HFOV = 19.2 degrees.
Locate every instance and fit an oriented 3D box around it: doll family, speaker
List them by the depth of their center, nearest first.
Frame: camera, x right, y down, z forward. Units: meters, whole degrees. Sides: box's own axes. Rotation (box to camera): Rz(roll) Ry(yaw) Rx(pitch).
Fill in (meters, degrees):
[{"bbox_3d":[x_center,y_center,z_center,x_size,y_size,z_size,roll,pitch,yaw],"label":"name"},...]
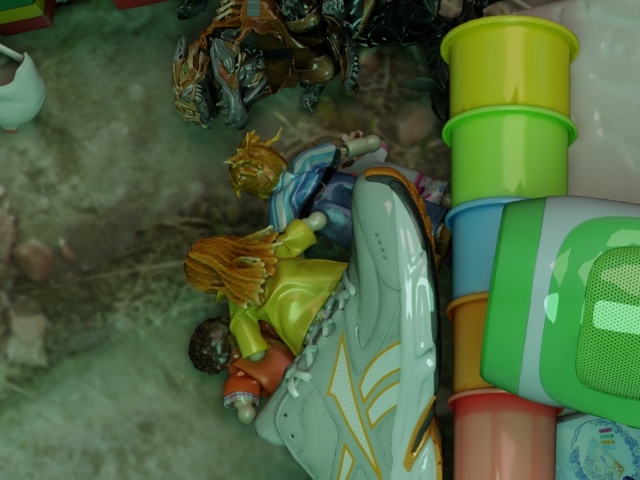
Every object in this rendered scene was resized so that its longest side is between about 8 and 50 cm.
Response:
[{"bbox_3d":[0.246,0.051,1.097,0.297,0.131,0.131,8,55,7],"label":"speaker"},{"bbox_3d":[0.000,0.000,1.297,0.163,0.118,0.263,23,57,10],"label":"doll family"}]

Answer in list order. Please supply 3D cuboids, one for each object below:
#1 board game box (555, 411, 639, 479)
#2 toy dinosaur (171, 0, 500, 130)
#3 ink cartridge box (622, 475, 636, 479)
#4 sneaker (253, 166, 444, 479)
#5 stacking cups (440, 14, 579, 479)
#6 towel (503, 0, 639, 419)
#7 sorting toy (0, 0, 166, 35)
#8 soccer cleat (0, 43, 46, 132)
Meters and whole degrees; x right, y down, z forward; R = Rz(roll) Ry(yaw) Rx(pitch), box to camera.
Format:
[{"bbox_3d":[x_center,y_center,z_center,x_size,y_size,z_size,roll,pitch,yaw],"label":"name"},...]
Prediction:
[{"bbox_3d":[0.191,0.150,1.217,0.090,0.020,0.090,-19,96,23],"label":"board game box"},{"bbox_3d":[0.017,-0.205,1.429,0.218,0.164,0.322,19,77,27],"label":"toy dinosaur"},{"bbox_3d":[0.363,0.218,1.057,0.396,0.151,0.270,8,11,2],"label":"ink cartridge box"},{"bbox_3d":[0.016,0.084,1.182,0.121,0.262,0.099,-1,15,4],"label":"sneaker"},{"bbox_3d":[0.121,0.013,1.217,0.096,0.096,0.316,3,68,-3],"label":"stacking cups"},{"bbox_3d":[0.260,-0.041,1.263,0.332,0.053,0.317,-14,68,22],"label":"towel"},{"bbox_3d":[-0.174,-0.283,1.452,0.257,0.089,0.255,-10,57,19],"label":"sorting toy"},{"bbox_3d":[-0.295,-0.136,1.389,0.196,0.076,0.068,14,56,5],"label":"soccer cleat"}]
